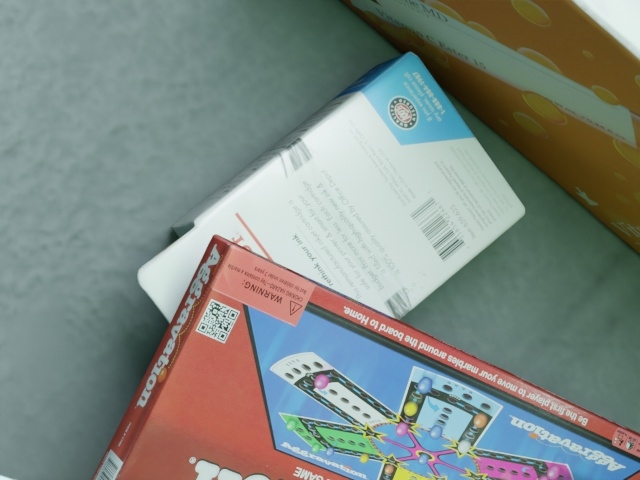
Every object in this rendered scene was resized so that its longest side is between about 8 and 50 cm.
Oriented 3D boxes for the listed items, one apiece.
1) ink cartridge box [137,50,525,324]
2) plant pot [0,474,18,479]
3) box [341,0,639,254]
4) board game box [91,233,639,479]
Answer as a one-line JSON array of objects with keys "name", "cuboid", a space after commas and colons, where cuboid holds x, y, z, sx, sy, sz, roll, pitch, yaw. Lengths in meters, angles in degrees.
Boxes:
[{"name": "ink cartridge box", "cuboid": [0.000, 0.000, 0.793, 0.180, 0.060, 0.104, -38, 100, -13]}, {"name": "plant pot", "cuboid": [-0.191, 0.237, 0.593, 0.341, 0.334, 0.341, 1, 86, -15]}, {"name": "box", "cuboid": [0.159, -0.131, 0.758, 0.345, 0.215, 0.168, 39, 81, -12]}, {"name": "board game box", "cuboid": [0.035, 0.117, 0.776, 0.281, 0.027, 0.145, 26, 92, -28]}]
